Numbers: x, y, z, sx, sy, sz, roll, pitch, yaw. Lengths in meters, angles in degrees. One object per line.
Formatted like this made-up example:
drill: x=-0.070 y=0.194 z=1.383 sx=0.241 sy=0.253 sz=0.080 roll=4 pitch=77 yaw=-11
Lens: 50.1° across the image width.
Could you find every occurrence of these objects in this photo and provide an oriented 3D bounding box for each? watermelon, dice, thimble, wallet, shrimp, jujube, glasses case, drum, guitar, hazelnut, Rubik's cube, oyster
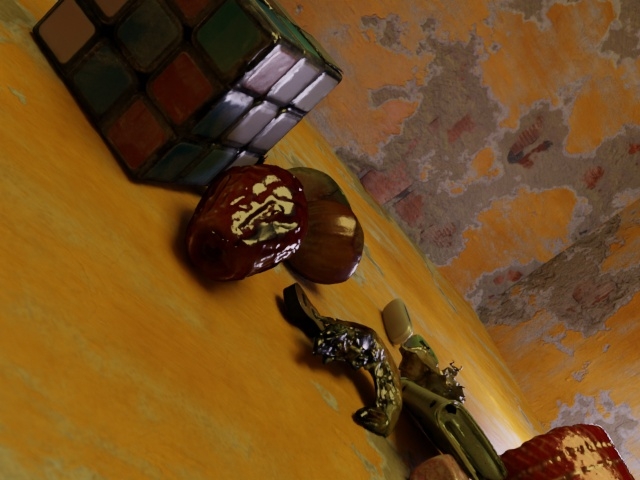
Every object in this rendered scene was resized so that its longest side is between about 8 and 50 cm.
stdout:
watermelon: x=-0.014 y=-0.060 z=1.794 sx=0.260 sy=0.176 sz=0.256 roll=45 pitch=-24 yaw=-27
dice: x=0.233 y=0.471 z=1.312 sx=0.093 sy=0.094 sz=0.091 roll=39 pitch=17 yaw=-51
thimble: x=0.517 y=0.575 z=1.503 sx=0.350 sy=0.350 sz=0.230 roll=37 pitch=23 yaw=-51
wallet: x=0.271 y=0.409 z=1.475 sx=0.223 sy=0.077 sz=0.309 roll=52 pitch=-9 yaw=-3
shrimp: x=0.084 y=0.268 z=1.349 sx=0.365 sy=0.071 sz=0.233 roll=31 pitch=42 yaw=-59
jujube: x=-0.126 y=-0.035 z=1.196 sx=0.197 sy=0.197 sz=0.290 roll=51 pitch=29 yaw=-8
glasses case: x=0.221 y=0.231 z=1.972 sx=0.049 sy=0.074 sz=0.193 roll=45 pitch=14 yaw=-21
drum: x=0.340 y=0.388 z=2.026 sx=0.253 sy=0.049 sz=0.130 roll=52 pitch=13 yaw=-2
guitar: x=0.008 y=0.188 z=1.408 sx=0.271 sy=0.038 sz=0.083 roll=51 pitch=17 yaw=-36
hazelnut: x=0.004 y=-0.006 z=1.598 sx=0.210 sy=0.186 sz=0.210 roll=-19 pitch=90 yaw=-76
Rubik's cube: x=-0.230 y=-0.332 z=1.255 sx=0.358 sy=0.362 sz=0.363 roll=55 pitch=17 yaw=13
oyster: x=0.297 y=0.364 z=1.754 sx=0.337 sy=0.133 sz=0.197 roll=39 pitch=16 yaw=-55
